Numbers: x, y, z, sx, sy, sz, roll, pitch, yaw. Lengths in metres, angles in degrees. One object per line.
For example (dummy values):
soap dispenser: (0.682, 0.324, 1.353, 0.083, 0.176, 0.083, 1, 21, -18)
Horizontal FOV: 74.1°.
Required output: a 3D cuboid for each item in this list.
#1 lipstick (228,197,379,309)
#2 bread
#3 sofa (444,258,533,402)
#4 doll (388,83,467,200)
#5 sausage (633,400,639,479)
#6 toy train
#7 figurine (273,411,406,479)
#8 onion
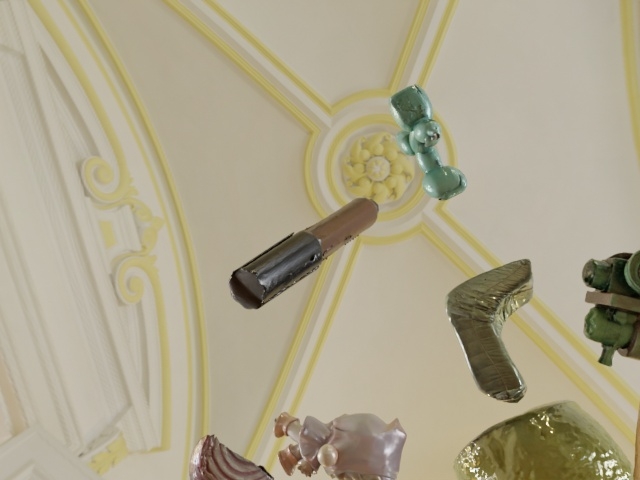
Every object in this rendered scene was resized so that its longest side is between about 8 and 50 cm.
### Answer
lipstick: (0.000, 0.000, 0.762, 0.077, 0.418, 0.077, 14, -63, 29)
bread: (0.441, 0.476, 0.848, 0.320, 0.320, 0.237, -33, -121, 16)
sofa: (0.364, 0.185, 0.821, 0.176, 0.210, 0.226, -24, -121, 16)
doll: (0.160, -0.130, 0.633, 0.059, 0.159, 0.159, -25, -122, 4)
sausage: (0.429, 0.204, 0.470, 0.116, 0.134, 0.354, 16, -98, -16)
toy train: (0.620, 0.138, 0.749, 0.304, 0.150, 0.222, 14, -92, 15)
figurine: (0.035, 0.410, 0.844, 0.275, 0.200, 0.133, -5, -123, 24)
onion: (-0.267, 0.678, 1.144, 0.250, 0.111, 0.247, 30, -61, 2)
